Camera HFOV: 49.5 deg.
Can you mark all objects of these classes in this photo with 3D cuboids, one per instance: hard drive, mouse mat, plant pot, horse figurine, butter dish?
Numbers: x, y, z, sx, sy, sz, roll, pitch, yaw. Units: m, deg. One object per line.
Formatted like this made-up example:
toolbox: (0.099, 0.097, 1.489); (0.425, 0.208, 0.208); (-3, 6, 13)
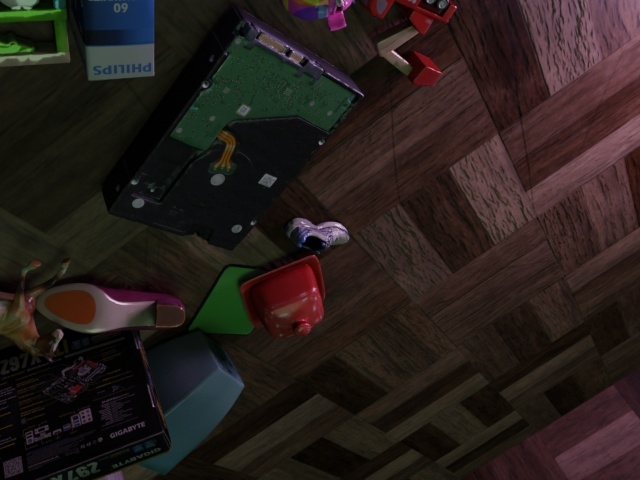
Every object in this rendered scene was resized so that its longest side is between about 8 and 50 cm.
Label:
hard drive: (-0.128, -0.143, 1.008); (0.236, 0.064, 0.339); (18, 123, -43)
mouse mat: (-0.156, 0.118, 1.332); (0.152, 0.007, 0.190); (9, 127, -38)
plant pot: (-0.279, 0.298, 1.338); (0.234, 0.165, 0.166); (-37, 142, 0)
horse figurine: (-0.494, 0.083, 1.020); (0.263, 0.066, 0.174); (15, 118, -36)
butter dish: (-0.053, 0.130, 1.307); (0.160, 0.118, 0.160); (-22, 142, -9)

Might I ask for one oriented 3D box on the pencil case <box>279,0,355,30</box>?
pencil case: (0.002, -0.373, 0.803); (0.104, 0.104, 0.236); (-16, 140, -15)

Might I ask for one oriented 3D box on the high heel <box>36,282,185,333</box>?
high heel: (-0.351, 0.111, 1.174); (0.244, 0.117, 0.082); (2, 89, -18)

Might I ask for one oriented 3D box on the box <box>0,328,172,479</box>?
box: (-0.433, 0.278, 1.137); (0.321, 0.257, 0.079); (-19, 141, -14)

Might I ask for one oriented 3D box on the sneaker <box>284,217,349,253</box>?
sneaker: (0.000, 0.000, 1.252); (0.135, 0.058, 0.052); (4, 132, -36)

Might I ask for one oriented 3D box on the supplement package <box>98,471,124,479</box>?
supplement package: (-0.493, 0.534, 1.510); (0.105, 0.105, 0.179); (-19, 141, -13)

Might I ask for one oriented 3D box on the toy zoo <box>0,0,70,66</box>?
toy zoo: (-0.365, -0.309, 0.700); (0.192, 0.030, 0.293); (-10, 138, -22)

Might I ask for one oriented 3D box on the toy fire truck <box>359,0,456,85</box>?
toy fire truck: (0.119, -0.304, 0.993); (0.192, 0.047, 0.135); (8, 131, -37)

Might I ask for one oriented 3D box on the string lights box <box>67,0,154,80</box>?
string lights box: (-0.218, -0.311, 0.705); (0.076, 0.133, 0.260); (-10, 138, -23)
